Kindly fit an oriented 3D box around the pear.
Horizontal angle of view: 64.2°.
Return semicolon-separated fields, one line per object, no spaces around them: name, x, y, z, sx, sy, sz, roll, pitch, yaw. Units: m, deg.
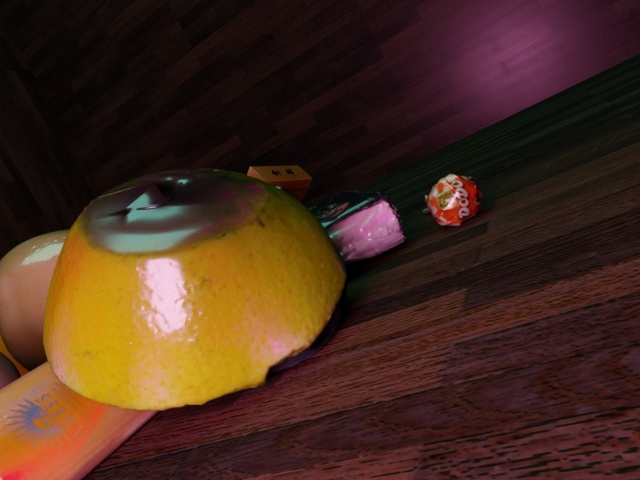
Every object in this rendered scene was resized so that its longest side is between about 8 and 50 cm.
pear;-0.166;0.014;0.635;0.399;0.165;0.399;-6;27;3

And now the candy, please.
candy;0.217;-0.065;0.916;0.084;0.078;0.288;-30;-1;2

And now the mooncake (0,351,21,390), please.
mooncake;-0.485;0.248;0.607;0.275;0.135;0.274;-20;43;20

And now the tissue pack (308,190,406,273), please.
tissue pack;0.000;0.000;0.968;0.245;0.123;0.332;-28;6;-5

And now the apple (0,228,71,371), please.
apple;-0.527;0.136;1.143;0.357;0.357;0.357;-27;7;3

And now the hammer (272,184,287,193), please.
hammer;-0.181;0.066;1.189;0.409;0.095;0.242;-42;-29;-2

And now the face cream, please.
face cream;-0.306;0.211;0.554;0.285;0.139;0.067;-38;-21;-57

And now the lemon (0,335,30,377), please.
lemon;-0.925;0.331;1.585;0.320;0.245;0.245;-17;12;46

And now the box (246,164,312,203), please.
box;-0.132;-0.066;1.236;0.152;0.070;0.237;-11;-41;-45
